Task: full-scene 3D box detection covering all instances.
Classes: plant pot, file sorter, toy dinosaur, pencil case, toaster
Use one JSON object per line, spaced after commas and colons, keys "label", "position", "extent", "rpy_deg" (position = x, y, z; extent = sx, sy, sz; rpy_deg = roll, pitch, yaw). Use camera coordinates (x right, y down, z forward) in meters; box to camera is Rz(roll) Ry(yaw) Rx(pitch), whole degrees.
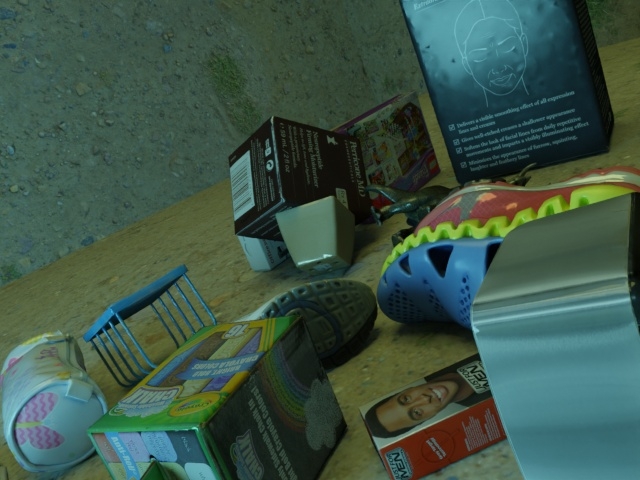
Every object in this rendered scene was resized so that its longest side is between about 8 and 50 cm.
{"label": "plant pot", "position": [0.000, 0.000, 1.020], "extent": [0.109, 0.096, 0.109], "rpy_deg": [-17, -22, 18]}
{"label": "file sorter", "position": [-0.238, 0.128, 0.845], "extent": [0.118, 0.105, 0.170], "rpy_deg": [-33, 0, -38]}
{"label": "toy dinosaur", "position": [0.185, -0.039, 0.943], "extent": [0.160, 0.121, 0.313], "rpy_deg": [-19, 13, -28]}
{"label": "pencil case", "position": [-0.363, 0.206, 0.816], "extent": [0.124, 0.113, 0.273], "rpy_deg": [-50, 24, -14]}
{"label": "toaster", "position": [0.190, 0.080, 0.405], "extent": [0.110, 0.168, 0.185], "rpy_deg": [-15, 15, 32]}

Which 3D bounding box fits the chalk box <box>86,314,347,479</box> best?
{"label": "chalk box", "position": [-0.092, 0.177, 0.518], "extent": [0.131, 0.133, 0.213], "rpy_deg": [-11, 17, 32]}

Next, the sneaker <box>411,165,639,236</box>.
{"label": "sneaker", "position": [0.245, -0.012, 0.737], "extent": [0.313, 0.116, 0.136], "rpy_deg": [-12, 19, 31]}

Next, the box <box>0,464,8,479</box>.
{"label": "box", "position": [-0.320, 0.282, 0.451], "extent": [0.169, 0.087, 0.289], "rpy_deg": [-4, 6, -30]}

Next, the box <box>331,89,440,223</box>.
{"label": "box", "position": [0.146, -0.187, 1.304], "extent": [0.057, 0.201, 0.293], "rpy_deg": [-6, 21, 42]}

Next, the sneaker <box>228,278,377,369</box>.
{"label": "sneaker", "position": [-0.072, 0.121, 0.741], "extent": [0.296, 0.111, 0.129], "rpy_deg": [-23, 9, -8]}

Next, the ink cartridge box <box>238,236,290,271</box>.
{"label": "ink cartridge box", "position": [-0.091, -0.011, 1.220], "extent": [0.056, 0.099, 0.135], "rpy_deg": [-4, 24, 45]}

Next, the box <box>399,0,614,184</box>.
{"label": "box", "position": [0.375, -0.351, 1.186], "extent": [0.293, 0.396, 0.212], "rpy_deg": [-11, 19, 33]}

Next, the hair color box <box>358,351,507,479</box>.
{"label": "hair color box", "position": [0.110, 0.146, 0.513], "extent": [0.141, 0.043, 0.072], "rpy_deg": [-24, 16, -5]}

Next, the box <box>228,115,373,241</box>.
{"label": "box", "position": [-0.041, -0.102, 1.116], "extent": [0.203, 0.169, 0.167], "rpy_deg": [7, -25, -36]}

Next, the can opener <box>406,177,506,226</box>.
{"label": "can opener", "position": [0.236, -0.070, 1.052], "extent": [0.186, 0.059, 0.073], "rpy_deg": [-20, 15, 6]}

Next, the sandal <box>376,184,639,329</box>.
{"label": "sandal", "position": [0.181, 0.050, 0.622], "extent": [0.317, 0.126, 0.138], "rpy_deg": [-21, 49, 46]}
